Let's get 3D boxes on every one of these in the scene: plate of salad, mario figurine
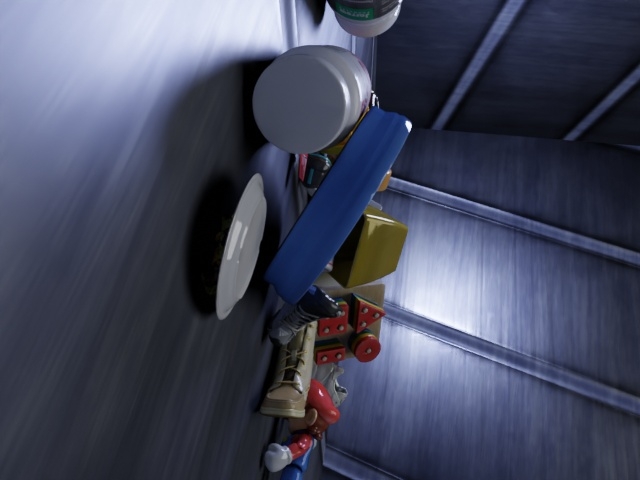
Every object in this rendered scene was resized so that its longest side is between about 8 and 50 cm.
[{"bbox_3d":[-0.113,0.006,0.632,0.200,0.048,0.199,15,90,-89],"label":"plate of salad"},{"bbox_3d":[-0.078,0.496,1.173,0.198,0.170,0.320,-24,-141,57],"label":"mario figurine"}]

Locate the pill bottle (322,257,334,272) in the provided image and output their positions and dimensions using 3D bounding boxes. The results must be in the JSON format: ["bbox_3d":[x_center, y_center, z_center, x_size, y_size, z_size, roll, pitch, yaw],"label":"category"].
[{"bbox_3d":[0.000,0.000,1.276,0.087,0.087,0.160,70,28,-73],"label":"pill bottle"}]

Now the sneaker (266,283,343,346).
[{"bbox_3d":[-0.041,0.158,0.928,0.132,0.086,0.229,-49,-173,-14],"label":"sneaker"}]

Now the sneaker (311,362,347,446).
[{"bbox_3d":[0.004,0.535,1.524,0.114,0.152,0.304,-45,142,-81],"label":"sneaker"}]

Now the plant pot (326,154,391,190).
[{"bbox_3d":[0.131,-0.273,1.417,0.205,0.205,0.187,-65,173,-66],"label":"plant pot"}]

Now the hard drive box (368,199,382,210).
[{"bbox_3d":[0.113,-0.027,1.672,0.181,0.089,0.232,-57,176,-25],"label":"hard drive box"}]

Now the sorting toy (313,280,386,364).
[{"bbox_3d":[0.084,0.268,1.450,0.089,0.256,0.257,-135,-136,-60],"label":"sorting toy"}]

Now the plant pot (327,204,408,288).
[{"bbox_3d":[0.122,-0.002,1.354,0.212,0.187,0.212,40,-58,53],"label":"plant pot"}]

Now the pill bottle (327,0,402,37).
[{"bbox_3d":[0.095,-0.611,1.032,0.361,0.204,0.204,30,67,-81],"label":"pill bottle"}]

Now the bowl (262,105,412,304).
[{"bbox_3d":[0.021,-0.067,0.860,0.391,0.077,0.391,-57,-177,5],"label":"bowl"}]

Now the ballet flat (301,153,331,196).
[{"bbox_3d":[0.005,-0.148,1.228,0.280,0.095,0.096,16,91,-72],"label":"ballet flat"}]

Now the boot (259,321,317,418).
[{"bbox_3d":[-0.062,0.269,1.034,0.262,0.095,0.203,57,41,-80],"label":"boot"}]

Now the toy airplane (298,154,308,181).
[{"bbox_3d":[-0.043,-0.204,1.014,0.151,0.028,0.151,5,90,-82],"label":"toy airplane"}]

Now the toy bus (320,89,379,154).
[{"bbox_3d":[0.055,-0.364,1.234,0.211,0.150,0.220,65,33,-50],"label":"toy bus"}]

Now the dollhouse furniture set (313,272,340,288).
[{"bbox_3d":[0.060,0.214,1.606,0.212,0.161,0.242,-75,168,-47],"label":"dollhouse furniture set"}]

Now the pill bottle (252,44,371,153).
[{"bbox_3d":[-0.006,-0.236,0.781,0.283,0.161,0.160,-65,160,-65],"label":"pill bottle"}]
